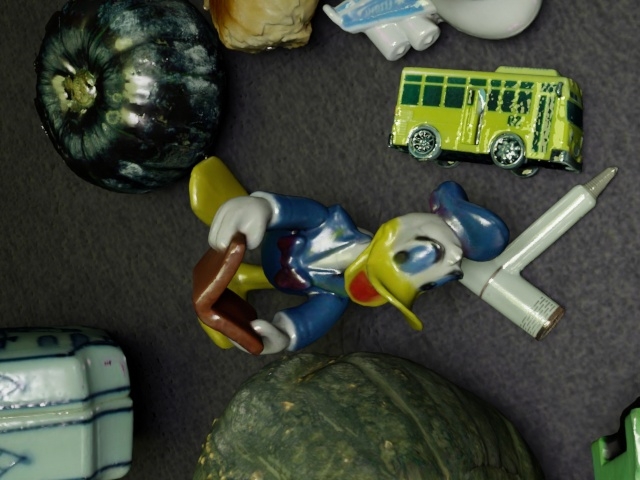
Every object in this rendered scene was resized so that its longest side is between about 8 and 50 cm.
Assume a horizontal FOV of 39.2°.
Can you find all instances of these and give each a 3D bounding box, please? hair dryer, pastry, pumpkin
[{"bbox_3d":[0.205,-0.020,0.871,0.155,0.044,0.183,38,99,19],"label":"hair dryer"},{"bbox_3d":[-0.064,-0.291,0.928,0.182,0.093,0.192,-154,65,-66],"label":"pastry"},{"bbox_3d":[0.040,0.248,0.771,0.291,0.328,0.257,-66,28,8],"label":"pumpkin"},{"bbox_3d":[-0.208,-0.165,0.985,0.233,0.163,0.232,8,102,38],"label":"pumpkin"}]

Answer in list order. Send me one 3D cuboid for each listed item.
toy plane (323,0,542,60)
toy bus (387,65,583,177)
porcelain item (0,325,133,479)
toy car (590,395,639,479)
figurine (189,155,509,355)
[{"bbox_3d":[0.112,-0.302,0.870,0.267,0.123,0.266,1,92,23],"label":"toy plane"},{"bbox_3d":[0.163,-0.115,0.861,0.175,0.088,0.101,9,90,26],"label":"toy bus"},{"bbox_3d":[-0.352,0.175,0.964,0.286,0.281,0.157,-3,92,-16],"label":"porcelain item"},{"bbox_3d":[0.342,0.177,0.652,0.359,0.213,0.176,0,69,6],"label":"toy car"},{"bbox_3d":[0.000,0.000,0.822,0.339,0.284,0.204,-8,93,28],"label":"figurine"}]
